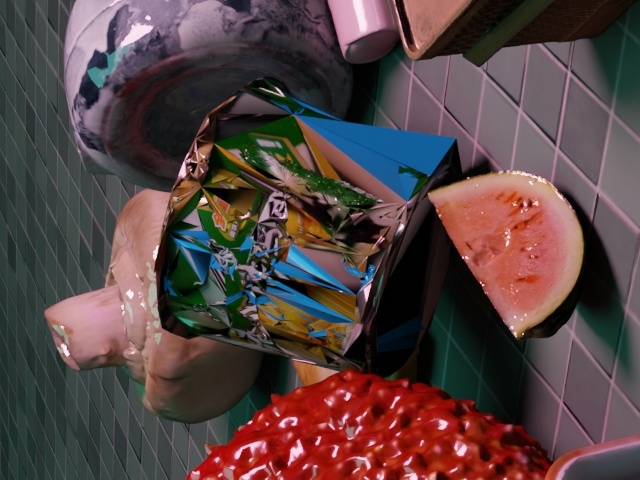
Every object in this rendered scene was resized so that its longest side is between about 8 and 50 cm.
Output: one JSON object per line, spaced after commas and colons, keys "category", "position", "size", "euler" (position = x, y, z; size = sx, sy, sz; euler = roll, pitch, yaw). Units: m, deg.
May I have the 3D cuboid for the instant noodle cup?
{"category": "instant noodle cup", "position": [0.000, 0.000, 1.595], "size": [0.178, 0.240, 0.240], "euler": [19, 126, 19]}

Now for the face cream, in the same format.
{"category": "face cream", "position": [0.021, -0.255, 1.705], "size": [0.084, 0.057, 0.198], "euler": [118, 140, -71]}

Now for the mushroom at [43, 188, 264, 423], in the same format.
{"category": "mushroom", "position": [-0.177, 0.072, 2.105], "size": [0.254, 0.234, 0.260], "euler": [-164, 67, -72]}

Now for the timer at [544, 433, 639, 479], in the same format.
{"category": "timer", "position": [0.260, 0.219, 0.977], "size": [0.250, 0.257, 0.161], "euler": [-116, 20, -44]}

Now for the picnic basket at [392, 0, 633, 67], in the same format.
{"category": "picnic basket", "position": [0.119, -0.258, 1.326], "size": [0.165, 0.139, 0.266], "euler": [133, 126, -65]}

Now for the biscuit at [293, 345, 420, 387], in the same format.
{"category": "biscuit", "position": [0.019, 0.079, 1.862], "size": [0.309, 0.040, 0.204], "euler": [-121, 31, -48]}

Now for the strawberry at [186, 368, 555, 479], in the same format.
{"category": "strawberry", "position": [0.043, 0.237, 1.464], "size": [0.343, 0.292, 0.292], "euler": [170, 92, -71]}

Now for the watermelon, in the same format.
{"category": "watermelon", "position": [0.152, 0.013, 1.450], "size": [0.069, 0.087, 0.163], "euler": [58, -177, -47]}

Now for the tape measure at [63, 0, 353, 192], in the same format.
{"category": "tape measure", "position": [-0.105, -0.154, 1.782], "size": [0.275, 0.256, 0.147], "euler": [123, 143, -46]}
